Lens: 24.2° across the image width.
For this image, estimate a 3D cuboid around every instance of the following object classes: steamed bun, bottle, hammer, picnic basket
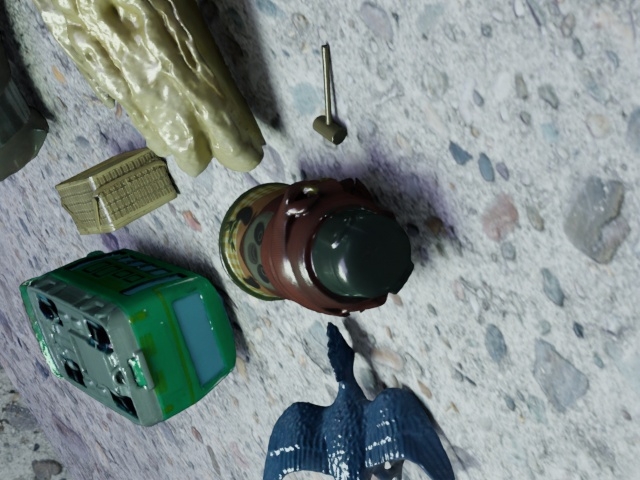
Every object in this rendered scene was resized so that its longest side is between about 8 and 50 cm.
[{"bbox_3d":[-0.235,-0.261,1.625,0.247,0.189,0.428,-95,-22,-54],"label":"steamed bun"},{"bbox_3d":[0.000,0.000,1.546,0.156,0.143,0.271,41,166,-22],"label":"bottle"},{"bbox_3d":[0.006,-0.150,1.514,0.035,0.019,0.110,37,145,40],"label":"hammer"},{"bbox_3d":[-0.279,-0.067,2.038,0.164,0.115,0.079,-4,113,63],"label":"picnic basket"}]

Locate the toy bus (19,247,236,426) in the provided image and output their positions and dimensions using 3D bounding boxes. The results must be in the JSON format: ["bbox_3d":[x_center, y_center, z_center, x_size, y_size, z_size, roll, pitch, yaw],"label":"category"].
[{"bbox_3d":[-0.269,0.121,2.125,0.343,0.199,0.184,17,129,57],"label":"toy bus"}]

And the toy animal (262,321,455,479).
[{"bbox_3d":[0.030,0.235,1.735,0.176,0.239,0.255,46,-144,-45],"label":"toy animal"}]

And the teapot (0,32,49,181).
[{"bbox_3d":[-0.616,-0.243,2.244,0.376,0.305,0.362,-11,121,26],"label":"teapot"}]
